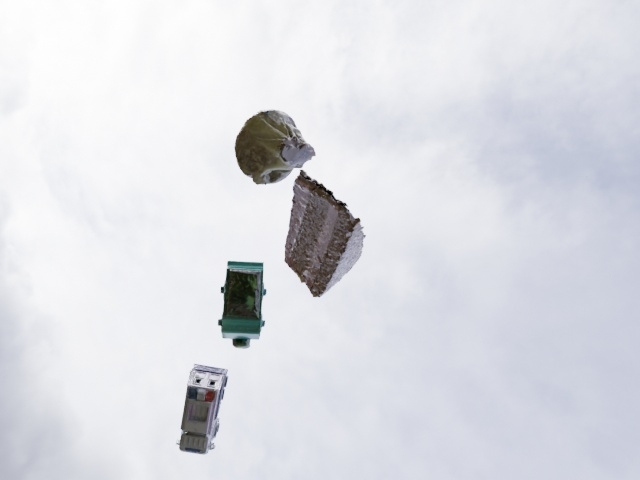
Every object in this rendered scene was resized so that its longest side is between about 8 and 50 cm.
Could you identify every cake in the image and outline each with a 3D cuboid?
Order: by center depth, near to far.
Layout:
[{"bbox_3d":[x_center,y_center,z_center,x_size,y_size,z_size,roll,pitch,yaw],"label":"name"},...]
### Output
[{"bbox_3d":[0.000,0.000,0.717,0.116,0.295,0.113,39,-107,14],"label":"cake"}]

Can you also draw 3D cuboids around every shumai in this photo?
[{"bbox_3d":[-0.110,-0.229,1.162,0.120,0.201,0.201,27,-68,53],"label":"shumai"}]

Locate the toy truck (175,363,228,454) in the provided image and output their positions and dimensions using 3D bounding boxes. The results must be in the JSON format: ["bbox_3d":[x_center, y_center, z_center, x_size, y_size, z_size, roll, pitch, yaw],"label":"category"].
[{"bbox_3d":[-0.373,0.538,1.431,0.124,0.155,0.268,11,-77,-5],"label":"toy truck"}]

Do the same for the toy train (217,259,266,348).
[{"bbox_3d":[-0.173,0.136,1.025,0.107,0.154,0.198,4,-113,-9],"label":"toy train"}]
